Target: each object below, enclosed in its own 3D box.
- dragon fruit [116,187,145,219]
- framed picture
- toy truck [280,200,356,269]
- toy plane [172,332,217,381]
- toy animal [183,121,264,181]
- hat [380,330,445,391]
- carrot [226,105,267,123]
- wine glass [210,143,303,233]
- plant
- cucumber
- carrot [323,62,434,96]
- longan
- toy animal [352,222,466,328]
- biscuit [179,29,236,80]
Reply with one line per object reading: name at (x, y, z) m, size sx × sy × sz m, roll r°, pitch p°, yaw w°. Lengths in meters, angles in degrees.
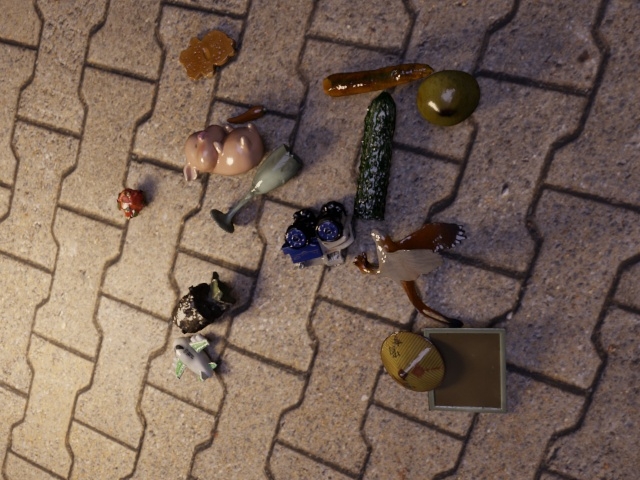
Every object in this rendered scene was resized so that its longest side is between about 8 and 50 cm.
dragon fruit at (-0.623, -0.118, 1.471) m, size 0.086 × 0.081 × 0.116 m, roll 16°, pitch 122°, yaw 11°
framed picture at (0.401, 0.360, 1.238) m, size 0.218 × 0.017 × 0.273 m, roll -1°, pitch 108°, yaw 15°
toy truck at (0.000, 0.000, 1.290) m, size 0.214 × 0.161 × 0.176 m, roll -14°, pitch 110°, yaw 15°
toy plane at (-0.414, 0.383, 1.453) m, size 0.174 × 0.080 × 0.173 m, roll 1°, pitch 93°, yaw 17°
toy animal at (-0.286, -0.268, 1.334) m, size 0.251 × 0.166 × 0.153 m, roll 4°, pitch 136°, yaw 19°
hat at (0.239, 0.355, 1.242) m, size 0.193 × 0.082 × 0.192 m, roll 13°, pitch 114°, yaw 31°
carrot at (-0.226, -0.381, 1.370) m, size 0.142 × 0.035 × 0.035 m, roll -14°, pitch 91°, yaw 20°
wine glass at (-0.133, -0.097, 1.363) m, size 0.310 × 0.096 × 0.264 m, roll -41°, pitch 104°, yaw 13°
plant at (-0.361, 0.199, 1.398) m, size 0.142 × 0.131 × 0.203 m, roll 46°, pitch 102°, yaw 11°
cucumber at (0.152, -0.234, 1.248) m, size 0.097 × 0.096 × 0.358 m, roll 7°, pitch 95°, yaw 14°
carrot at (0.154, -0.440, 1.218) m, size 0.315 × 0.066 × 0.066 m, roll 1°, pitch 95°, yaw 29°
longan at (0.334, -0.381, 1.171) m, size 0.155 × 0.145 × 0.176 m, roll 23°, pitch 59°, yaw -7°
toy animal at (0.249, 0.098, 1.258) m, size 0.303 × 0.225 × 0.283 m, roll 6°, pitch 117°, yaw 27°
biscuit at (-0.353, -0.580, 1.390) m, size 0.184 × 0.027 × 0.133 m, roll -40°, pitch 83°, yaw 13°
